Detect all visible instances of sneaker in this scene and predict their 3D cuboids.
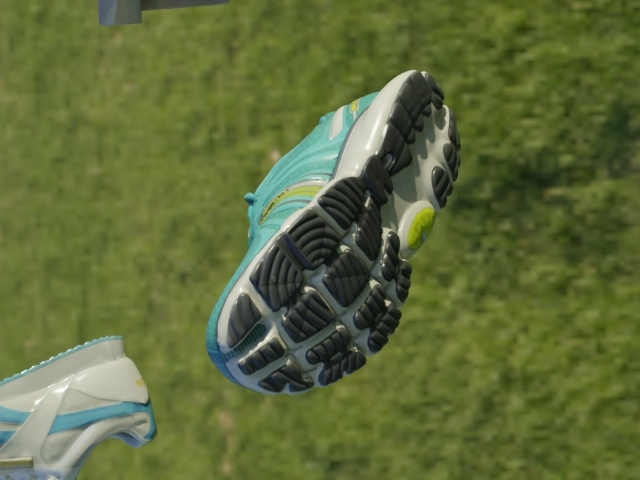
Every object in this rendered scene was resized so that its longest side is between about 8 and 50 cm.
[{"bbox_3d":[0.000,0.000,1.188,0.107,0.110,0.275,60,-140,-24],"label":"sneaker"},{"bbox_3d":[-0.232,0.156,1.417,0.092,0.228,0.087,62,164,7],"label":"sneaker"}]

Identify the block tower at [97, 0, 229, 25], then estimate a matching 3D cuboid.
[{"bbox_3d":[-0.134,-0.272,1.414,0.335,0.097,0.091,-106,12,-57],"label":"block tower"}]
